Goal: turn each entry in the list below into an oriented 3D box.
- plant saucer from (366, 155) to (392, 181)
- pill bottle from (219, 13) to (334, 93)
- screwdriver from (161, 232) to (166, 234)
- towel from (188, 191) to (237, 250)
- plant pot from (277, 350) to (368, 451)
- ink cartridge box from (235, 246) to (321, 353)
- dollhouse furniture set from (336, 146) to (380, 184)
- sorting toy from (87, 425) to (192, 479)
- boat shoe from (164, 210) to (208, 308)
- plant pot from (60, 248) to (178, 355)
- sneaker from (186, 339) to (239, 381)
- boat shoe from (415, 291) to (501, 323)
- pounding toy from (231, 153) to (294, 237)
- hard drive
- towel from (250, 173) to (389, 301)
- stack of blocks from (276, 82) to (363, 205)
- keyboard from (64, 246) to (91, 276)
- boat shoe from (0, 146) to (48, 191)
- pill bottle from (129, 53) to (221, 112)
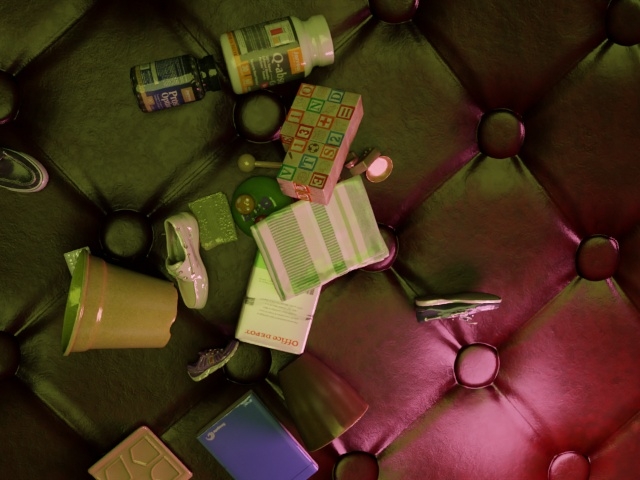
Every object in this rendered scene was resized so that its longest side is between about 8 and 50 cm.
[{"bbox_3d":[0.165,-0.206,1.794,0.083,0.015,0.084,-15,130,-19],"label":"plant saucer"},{"bbox_3d":[-0.114,-0.496,1.657,0.278,0.162,0.162,-16,100,-4],"label":"pill bottle"},{"bbox_3d":[-0.362,-0.028,1.767,0.169,0.024,0.025,-1,110,-3],"label":"screwdriver"},{"bbox_3d":[-0.296,-0.055,1.748,0.109,0.027,0.148,-19,81,-6],"label":"towel"},{"bbox_3d":[-0.017,0.442,1.802,0.215,0.215,0.230,-37,87,-1],"label":"plant pot"},{"bbox_3d":[-0.113,0.158,1.777,0.198,0.115,0.273,15,95,-9],"label":"ink cartridge box"},{"bbox_3d":[0.052,-0.228,1.727,0.151,0.144,0.123,-28,103,35],"label":"dollhouse furniture set"},{"bbox_3d":[-0.562,0.708,1.845,0.307,0.041,0.229,-39,106,0],"label":"sorting toy"},{"bbox_3d":[-0.380,0.064,1.719,0.098,0.096,0.277,-1,103,35],"label":"boat shoe"},{"bbox_3d":[-0.525,0.180,1.664,0.253,0.276,0.276,12,97,-26],"label":"plant pot"},{"bbox_3d":[-0.310,0.336,1.805,0.169,0.068,0.071,-34,95,-1],"label":"sneaker"},{"bbox_3d":[0.408,0.202,1.860,0.254,0.095,0.079,-4,97,-5],"label":"boat shoe"},{"bbox_3d":[-0.166,-0.104,1.701,0.182,0.110,0.237,12,108,9],"label":"pounding toy"},{"bbox_3d":[-0.186,0.629,1.876,0.210,0.040,0.319,-39,101,0],"label":"hard drive"},{"bbox_3d":[0.000,0.000,1.680,0.324,0.038,0.248,-24,107,-5],"label":"towel"},{"bbox_3d":[-0.016,-0.256,1.652,0.171,0.087,0.297,15,69,15],"label":"stack of blocks"},{"bbox_3d":[-0.638,0.147,1.760,0.072,0.014,0.256,-18,100,-4],"label":"keyboard"},{"bbox_3d":[-0.867,-0.209,1.632,0.301,0.102,0.108,27,94,-10],"label":"boat shoe"},{"bbox_3d":[-0.377,-0.419,1.654,0.219,0.123,0.123,-14,100,-5],"label":"pill bottle"}]
